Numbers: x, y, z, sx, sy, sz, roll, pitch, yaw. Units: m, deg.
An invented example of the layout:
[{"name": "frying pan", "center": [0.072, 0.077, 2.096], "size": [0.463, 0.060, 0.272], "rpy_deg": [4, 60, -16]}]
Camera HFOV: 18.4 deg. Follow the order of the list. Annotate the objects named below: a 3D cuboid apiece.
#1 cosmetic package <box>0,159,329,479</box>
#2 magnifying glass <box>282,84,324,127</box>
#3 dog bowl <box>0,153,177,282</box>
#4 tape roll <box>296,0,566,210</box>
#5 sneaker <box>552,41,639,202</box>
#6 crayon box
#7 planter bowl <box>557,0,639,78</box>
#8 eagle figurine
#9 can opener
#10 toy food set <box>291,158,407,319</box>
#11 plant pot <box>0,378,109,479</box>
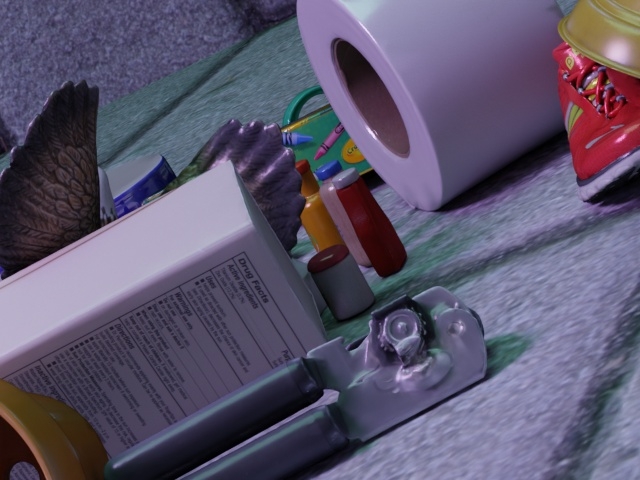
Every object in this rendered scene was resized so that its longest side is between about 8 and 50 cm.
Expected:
[{"name": "cosmetic package", "center": [-0.163, 0.088, 1.564], "size": [0.309, 0.160, 0.113], "rpy_deg": [-27, 33, 3]}, {"name": "magnifying glass", "center": [0.060, -0.157, 2.316], "size": [0.231, 0.092, 0.026], "rpy_deg": [-22, 10, -20]}, {"name": "dog bowl", "center": [-0.271, 0.007, 2.304], "size": [0.265, 0.104, 0.265], "rpy_deg": [-27, 13, 7]}, {"name": "tape roll", "center": [0.112, -0.172, 1.860], "size": [0.169, 0.246, 0.246], "rpy_deg": [-32, 13, -13]}, {"name": "sneaker", "center": [0.235, -0.114, 1.646], "size": [0.107, 0.118, 0.279], "rpy_deg": [-28, 12, 7]}, {"name": "crayon box", "center": [-0.041, -0.077, 2.143], "size": [0.278, 0.081, 0.165], "rpy_deg": [-26, 5, 10]}, {"name": "planter bowl", "center": [0.309, -0.195, 1.615], "size": [0.217, 0.090, 0.217], "rpy_deg": [7, 23, -3]}, {"name": "eagle figurine", "center": [-0.176, 0.010, 1.667], "size": [0.226, 0.225, 0.298], "rpy_deg": [-37, -5, -33]}, {"name": "can opener", "center": [-0.010, 0.127, 1.385], "size": [0.283, 0.076, 0.095], "rpy_deg": [-29, -20, 3]}, {"name": "toy food set", "center": [0.000, 0.000, 1.733], "size": [0.111, 0.104, 0.232], "rpy_deg": [-23, 14, 24]}, {"name": "plant pot", "center": [-0.237, 0.182, 1.367], "size": [0.205, 0.205, 0.188], "rpy_deg": [-25, -3, 15]}]
